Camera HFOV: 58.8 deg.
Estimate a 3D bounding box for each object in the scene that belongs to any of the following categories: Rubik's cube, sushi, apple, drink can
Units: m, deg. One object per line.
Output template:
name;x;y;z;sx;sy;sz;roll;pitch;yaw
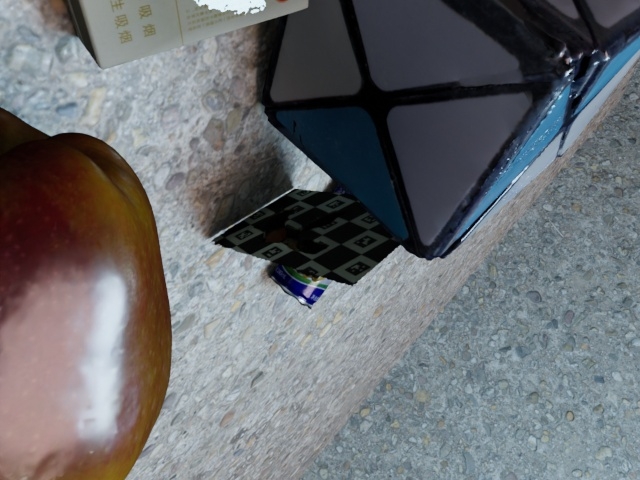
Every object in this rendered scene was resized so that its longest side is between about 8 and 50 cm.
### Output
Rubik's cube;0.153;-0.209;0.622;0.305;0.310;0.307;-38;164;-35
sushi;0.000;0.000;0.751;0.192;0.279;0.043;-37;123;-36
apple;-0.244;0.067;0.402;0.288;0.288;0.317;-20;127;-51
drink can;0.017;-0.002;0.986;0.235;0.097;0.097;-52;156;0

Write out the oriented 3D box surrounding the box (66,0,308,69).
box;-0.105;-0.234;0.450;0.201;0.058;0.141;-26;147;-20
